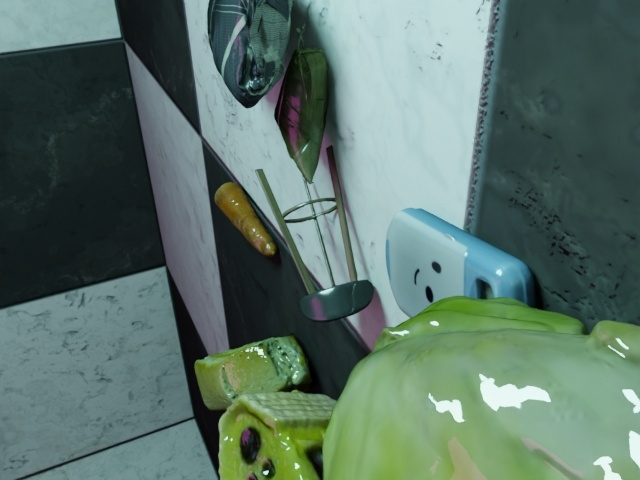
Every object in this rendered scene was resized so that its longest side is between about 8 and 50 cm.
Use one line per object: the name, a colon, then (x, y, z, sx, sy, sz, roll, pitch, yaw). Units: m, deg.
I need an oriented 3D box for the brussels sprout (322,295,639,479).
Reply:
brussels sprout: (0.133, 0.177, 0.389, 0.317, 0.243, 0.273, 3, 91, 61)

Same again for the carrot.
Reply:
carrot: (-0.136, -0.033, 1.179, 0.209, 0.061, 0.061, 49, 148, 42)

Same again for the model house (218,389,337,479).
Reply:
model house: (-0.038, 0.326, 0.907, 0.174, 0.193, 0.234, -57, 46, 20)

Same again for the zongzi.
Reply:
zongzi: (-0.009, -0.162, 0.730, 0.154, 0.062, 0.130, 113, 150, -49)

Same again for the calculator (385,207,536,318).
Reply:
calculator: (0.125, 0.046, 0.573, 0.210, 0.039, 0.121, 39, 141, 56)

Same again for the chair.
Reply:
chair: (0.000, 0.000, 0.804, 0.095, 0.104, 0.221, 53, -160, -74)

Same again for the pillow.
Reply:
pillow: (-0.097, -0.270, 0.794, 0.335, 0.093, 0.161, -120, 38, -64)

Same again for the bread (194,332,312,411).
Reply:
bread: (-0.118, 0.249, 1.144, 0.257, 0.186, 0.124, -32, 70, 60)
